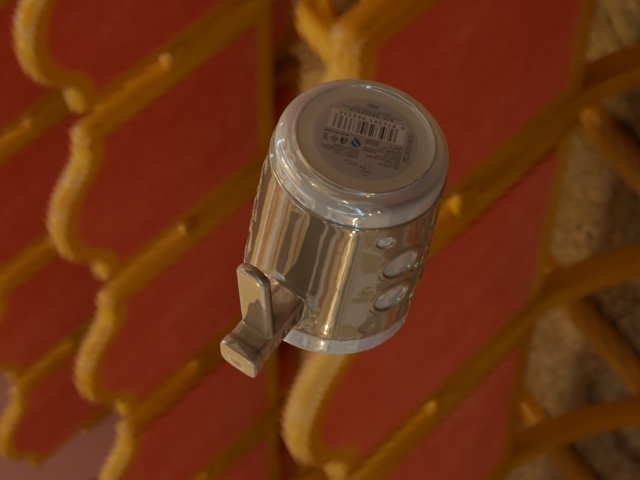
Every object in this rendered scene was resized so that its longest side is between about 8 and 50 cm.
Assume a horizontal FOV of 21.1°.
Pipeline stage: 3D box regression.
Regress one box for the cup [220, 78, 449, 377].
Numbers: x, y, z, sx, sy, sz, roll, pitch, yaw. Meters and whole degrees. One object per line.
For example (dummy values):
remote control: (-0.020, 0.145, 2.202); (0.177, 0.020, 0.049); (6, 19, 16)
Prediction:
cup: (-0.003, -0.006, 0.688); (0.074, 0.102, 0.099); (57, 153, 29)
